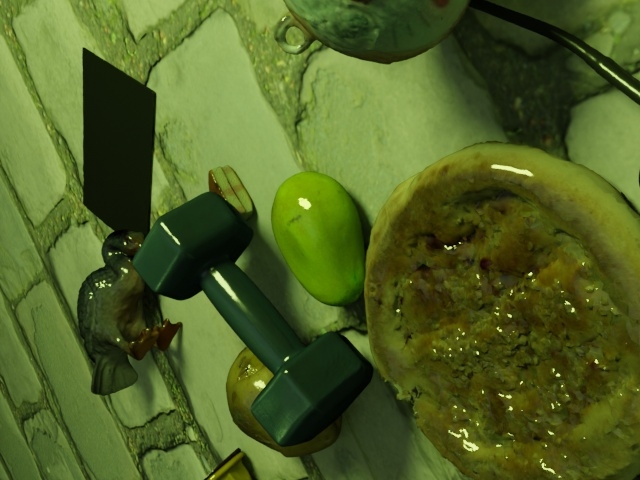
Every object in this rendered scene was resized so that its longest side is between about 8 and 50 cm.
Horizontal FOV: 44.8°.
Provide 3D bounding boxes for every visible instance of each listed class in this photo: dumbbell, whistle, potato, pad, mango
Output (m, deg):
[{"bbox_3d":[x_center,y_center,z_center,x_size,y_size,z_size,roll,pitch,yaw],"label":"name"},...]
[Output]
[{"bbox_3d":[-0.082,0.093,0.949,0.316,0.156,0.144,47,152,17],"label":"dumbbell"},{"bbox_3d":[0.086,-0.268,0.597,0.348,0.189,0.189,-42,74,21],"label":"whistle"},{"bbox_3d":[-0.054,0.218,1.048,0.176,0.137,0.137,40,132,24],"label":"potato"},{"bbox_3d":[-0.336,-0.142,1.273,0.202,0.005,0.300,34,129,33],"label":"pad"},{"bbox_3d":[-0.005,-0.001,0.922,0.117,0.089,0.163,7,112,46],"label":"mango"}]

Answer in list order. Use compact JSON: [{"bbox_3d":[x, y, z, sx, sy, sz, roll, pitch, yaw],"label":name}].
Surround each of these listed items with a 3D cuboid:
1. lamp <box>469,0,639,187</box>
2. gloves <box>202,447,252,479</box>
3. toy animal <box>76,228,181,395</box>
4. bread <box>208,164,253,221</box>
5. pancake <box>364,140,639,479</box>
[{"bbox_3d":[0.184,-0.162,0.638,0.371,0.108,0.130,45,130,24],"label":"lamp"},{"bbox_3d":[-0.074,0.478,1.222,0.294,0.116,0.133,46,163,10],"label":"gloves"},{"bbox_3d":[-0.332,0.127,1.304,0.185,0.122,0.298,39,125,22],"label":"toy animal"},{"bbox_3d":[-0.122,-0.044,1.061,0.062,0.043,0.109,23,122,40],"label":"bread"},{"bbox_3d":[0.181,0.097,0.785,0.382,0.071,0.382,21,121,39],"label":"pancake"}]
